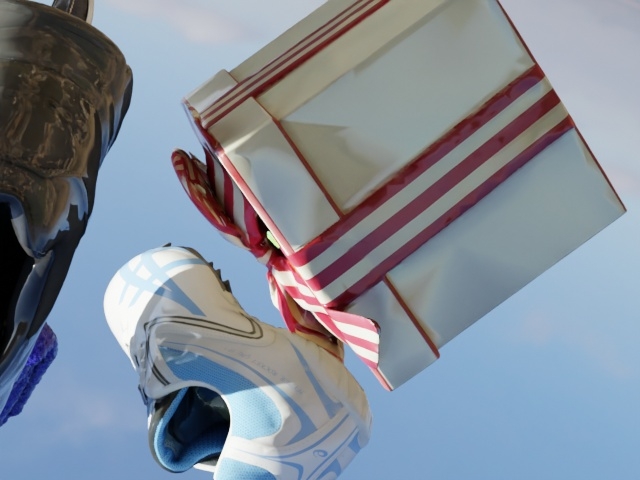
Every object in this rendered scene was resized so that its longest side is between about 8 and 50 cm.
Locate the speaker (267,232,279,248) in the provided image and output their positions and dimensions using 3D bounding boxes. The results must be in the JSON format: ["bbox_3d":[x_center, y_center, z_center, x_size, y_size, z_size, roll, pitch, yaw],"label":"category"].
[{"bbox_3d":[0.000,0.000,1.719,0.296,0.131,0.131,41,-165,14],"label":"speaker"}]

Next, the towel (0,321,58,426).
[{"bbox_3d":[-0.398,0.043,1.458,0.308,0.227,0.076,48,-125,6],"label":"towel"}]

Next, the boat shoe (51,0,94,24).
[{"bbox_3d":[-0.191,-0.130,1.023,0.038,0.125,0.046,25,160,-30],"label":"boat shoe"}]

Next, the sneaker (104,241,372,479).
[{"bbox_3d":[-0.063,0.064,0.723,0.237,0.086,0.085,25,142,59],"label":"sneaker"}]

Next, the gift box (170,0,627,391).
[{"bbox_3d":[0.041,-0.058,1.114,0.255,0.258,0.276,54,180,-15],"label":"gift box"}]

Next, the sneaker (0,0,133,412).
[{"bbox_3d":[-0.169,0.033,0.631,0.109,0.286,0.130,17,-138,-13],"label":"sneaker"}]
